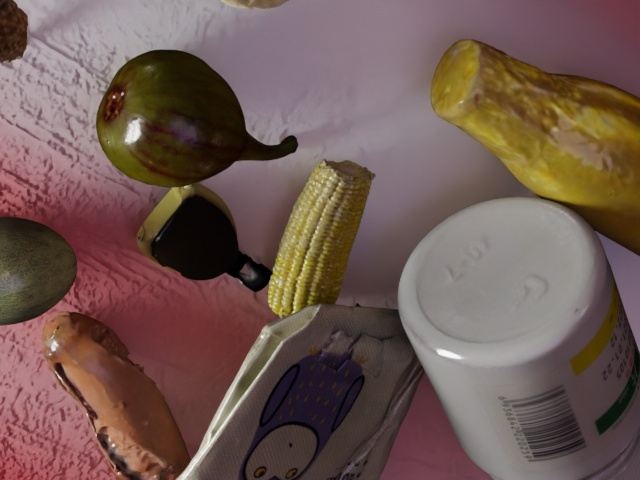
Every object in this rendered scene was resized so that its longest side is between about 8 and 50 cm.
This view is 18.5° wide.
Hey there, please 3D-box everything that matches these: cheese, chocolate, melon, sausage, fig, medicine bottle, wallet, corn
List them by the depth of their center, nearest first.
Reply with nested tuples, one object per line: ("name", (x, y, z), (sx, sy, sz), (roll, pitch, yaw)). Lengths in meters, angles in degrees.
("melon", (-0.281, 0.027, 1.752), (0.130, 0.098, 0.098), (-9, 121, -28))
("fig", (-0.096, -0.094, 1.781), (0.236, 0.124, 0.124), (17, 108, -46))
("cheese", (-0.100, 0.007, 1.872), (0.086, 0.036, 0.162), (-53, 134, 1))
("corn", (0.000, 0.000, 1.902), (0.085, 0.063, 0.165), (6, 114, -36))
("sausage", (-0.180, 0.194, 1.911), (0.087, 0.079, 0.327), (-13, 126, 10))
("wallet", (-0.002, 0.187, 1.960), (0.335, 0.068, 0.275), (6, 110, -52))
("chocolate", (0.296, -0.088, 1.965), (0.445, 0.162, 0.162), (26, 103, -31))
("medicine bottle", (0.221, 0.134, 1.989), (0.208, 0.208, 0.340), (-34, 137, -6))

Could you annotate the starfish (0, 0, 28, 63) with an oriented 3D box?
("starfish", (-0.417, -0.164, 1.567), (0.398, 0.132, 0.384), (14, 114, -29))

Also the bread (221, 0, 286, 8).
("bread", (-0.059, -0.344, 1.684), (0.316, 0.054, 0.316), (-12, 120, -21))
